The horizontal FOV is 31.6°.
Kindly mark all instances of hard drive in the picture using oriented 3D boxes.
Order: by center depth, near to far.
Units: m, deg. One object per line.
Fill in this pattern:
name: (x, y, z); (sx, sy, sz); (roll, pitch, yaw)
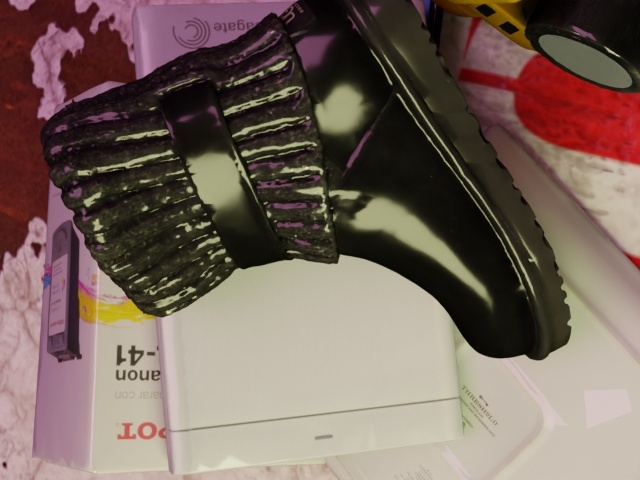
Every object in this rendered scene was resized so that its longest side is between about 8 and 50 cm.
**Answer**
hard drive: (-0.016, -0.009, 0.887); (0.047, 0.233, 0.353); (163, 102, -75)

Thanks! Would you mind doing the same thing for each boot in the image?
boot: (-0.001, -0.002, 0.791); (0.260, 0.131, 0.348); (-33, 114, 1)

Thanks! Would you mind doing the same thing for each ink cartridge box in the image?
ink cartridge box: (-0.110, 0.037, 0.963); (0.131, 0.226, 0.306); (-10, 78, 57)

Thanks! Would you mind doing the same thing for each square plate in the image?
square plate: (0.139, 0.142, 0.931); (0.344, 0.049, 0.347); (-50, 64, 23)

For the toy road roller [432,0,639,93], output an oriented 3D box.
toy road roller: (0.119, -0.255, 0.789); (0.203, 0.329, 0.240); (-62, 28, -2)

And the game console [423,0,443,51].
game console: (0.051, -0.184, 0.970); (0.107, 0.071, 0.122); (-160, 75, -69)
